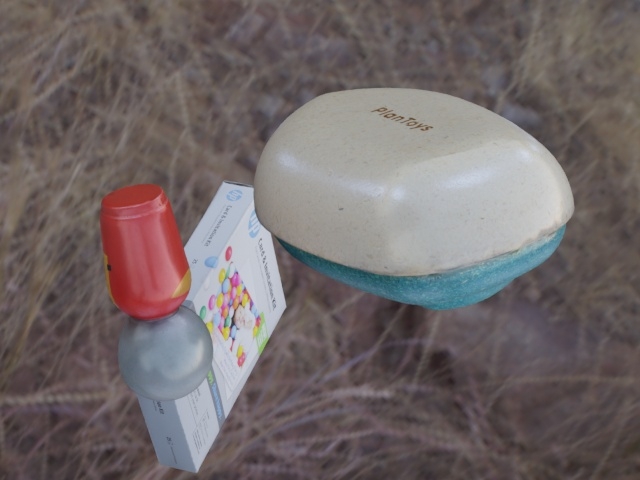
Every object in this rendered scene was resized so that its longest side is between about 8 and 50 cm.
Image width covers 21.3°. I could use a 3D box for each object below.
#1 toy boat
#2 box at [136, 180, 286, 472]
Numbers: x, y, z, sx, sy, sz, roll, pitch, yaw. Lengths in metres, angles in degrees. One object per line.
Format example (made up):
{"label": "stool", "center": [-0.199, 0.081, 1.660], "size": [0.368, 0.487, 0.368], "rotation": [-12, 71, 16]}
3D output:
{"label": "toy boat", "center": [0.000, 0.000, 1.178], "size": [0.318, 0.267, 0.148], "rotation": [-18, 114, -19]}
{"label": "box", "center": [-0.088, 0.068, 1.361], "size": [0.038, 0.145, 0.186], "rotation": [10, 48, 20]}
